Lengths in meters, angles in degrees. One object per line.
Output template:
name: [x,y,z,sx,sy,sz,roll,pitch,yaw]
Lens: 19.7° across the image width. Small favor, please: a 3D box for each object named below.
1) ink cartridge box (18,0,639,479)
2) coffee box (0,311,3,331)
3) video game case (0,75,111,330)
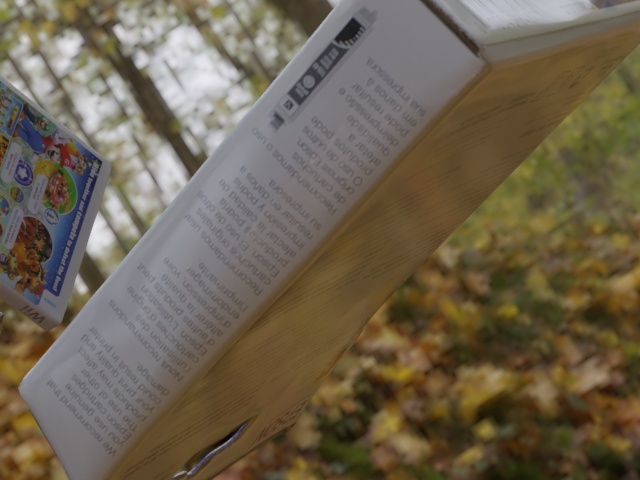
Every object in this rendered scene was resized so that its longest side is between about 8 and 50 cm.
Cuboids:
ink cartridge box: [0.000,0.000,0.582,0.224,0.045,0.223,-49,-10,22]
coffee box: [-0.405,0.099,1.378,0.168,0.297,0.119,-90,15,-70]
video game case: [-0.139,-0.031,0.731,0.011,0.122,0.087,-24,39,37]
